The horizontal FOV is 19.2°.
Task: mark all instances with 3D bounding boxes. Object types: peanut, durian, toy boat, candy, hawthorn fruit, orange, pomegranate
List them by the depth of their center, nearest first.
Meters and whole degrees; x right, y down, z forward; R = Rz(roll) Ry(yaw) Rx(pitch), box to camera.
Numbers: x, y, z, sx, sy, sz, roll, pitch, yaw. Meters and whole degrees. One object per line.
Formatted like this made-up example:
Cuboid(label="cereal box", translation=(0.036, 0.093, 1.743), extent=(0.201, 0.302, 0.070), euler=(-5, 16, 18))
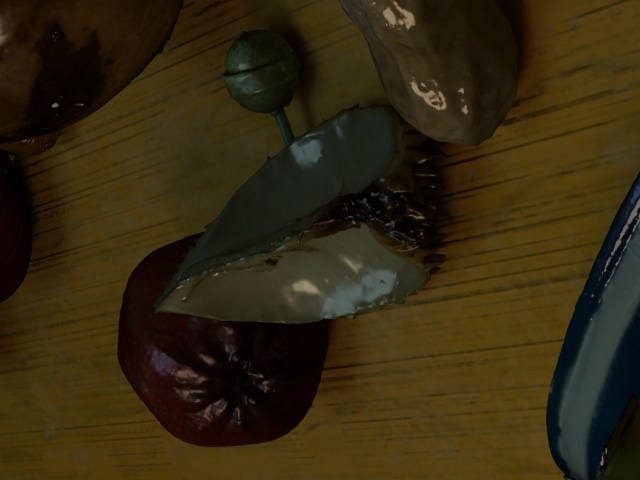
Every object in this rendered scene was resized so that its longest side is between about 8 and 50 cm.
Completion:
Cuboid(label="toy boat", translation=(0.190, 0.057, 1.085), extent=(0.062, 0.096, 0.299), euler=(39, 141, 25))
Cuboid(label="peanut", translation=(0.061, -0.139, 1.119), extent=(0.098, 0.090, 0.214), euler=(53, 176, 45))
Cuboid(label="durian", translation=(0.000, 0.000, 1.286), extent=(0.252, 0.139, 0.144), euler=(-13, 106, 43))
Cuboid(label="pomegranate", translation=(-0.248, -0.223, 1.372), extent=(0.322, 0.322, 0.322), euler=(34, 135, 42))
Cuboid(label="candy", translation=(-0.018, -0.058, 1.375), extent=(0.061, 0.061, 0.202), euler=(7, 124, 55))
Cuboid(label="hawthorn fruit", translation=(-0.083, 0.064, 1.457), extent=(0.194, 0.157, 0.157), euler=(-123, 28, -51))
Cuboid(label="orange", translation=(-0.268, -0.113, 1.686), extent=(0.085, 0.085, 0.085), euler=(34, 135, 42))

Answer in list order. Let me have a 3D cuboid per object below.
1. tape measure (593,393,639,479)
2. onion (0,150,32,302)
Cuboid(label="tape measure", translation=(0.242, 0.186, 1.054), extent=(0.200, 0.106, 0.175), euler=(21, 142, 14))
Cuboid(label="onion", translation=(-0.377, -0.039, 1.793), extent=(0.248, 0.161, 0.248), euler=(21, 140, 19))
